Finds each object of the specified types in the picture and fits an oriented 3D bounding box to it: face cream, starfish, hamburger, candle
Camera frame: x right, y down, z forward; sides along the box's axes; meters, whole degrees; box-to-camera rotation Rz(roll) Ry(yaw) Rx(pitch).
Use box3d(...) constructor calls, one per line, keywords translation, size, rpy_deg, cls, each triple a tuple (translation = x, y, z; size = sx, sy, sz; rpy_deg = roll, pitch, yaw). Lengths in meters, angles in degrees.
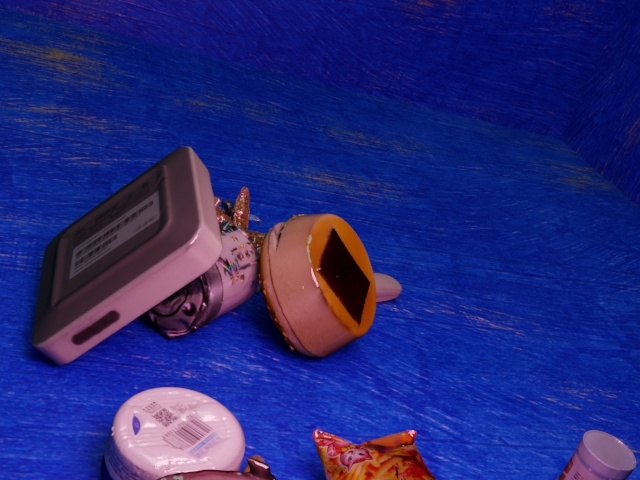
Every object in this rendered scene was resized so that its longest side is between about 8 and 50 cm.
box3d(translation=(-0.220, 0.318, 1.232), size=(0.206, 0.111, 0.206), rpy_deg=(14, 27, -7), cls="face cream")
box3d(translation=(-0.184, -0.014, 1.832), size=(0.235, 0.062, 0.277), rpy_deg=(-27, 84, -37), cls="starfish")
box3d(translation=(-0.012, 0.089, 1.653), size=(0.176, 0.300, 0.300), rpy_deg=(-17, 12, 26), cls="hamburger")
box3d(translation=(-0.217, 0.061, 1.646), size=(0.187, 0.187, 0.330), rpy_deg=(29, 25, 19), cls="candle")

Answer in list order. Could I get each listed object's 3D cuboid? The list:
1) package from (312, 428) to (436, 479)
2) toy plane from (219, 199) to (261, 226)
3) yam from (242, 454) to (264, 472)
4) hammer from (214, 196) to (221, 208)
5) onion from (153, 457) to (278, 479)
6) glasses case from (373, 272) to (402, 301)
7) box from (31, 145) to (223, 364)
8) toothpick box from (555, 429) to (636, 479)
box3d(translation=(0.121, 0.419, 1.289), size=(0.223, 0.108, 0.288), rpy_deg=(10, 34, -31), cls="package")
box3d(translation=(-0.275, -0.062, 1.942), size=(0.254, 0.105, 0.271), rpy_deg=(-10, 43, -36), cls="toy plane")
box3d(translation=(-0.117, 0.387, 1.259), size=(0.032, 0.032, 0.145), rpy_deg=(21, 27, 2), cls="yam")
box3d(translation=(-0.270, -0.007, 1.758), size=(0.062, 0.199, 0.013), rpy_deg=(31, -7, 16), cls="hammer")
box3d(translation=(-0.160, 0.434, 1.034), size=(0.280, 0.146, 0.314), rpy_deg=(5, 35, 0), cls="onion")
box3d(translation=(0.104, 0.111, 1.923), size=(0.204, 0.051, 0.081), rpy_deg=(0, 34, -36), cls="glasses case")
box3d(translation=(-0.356, 0.011, 1.484), size=(0.090, 0.367, 0.373), rpy_deg=(52, 8, -33), cls="box")
box3d(translation=(0.481, 0.429, 1.459), size=(0.101, 0.153, 0.101), rpy_deg=(16, 26, -8), cls="toothpick box")
